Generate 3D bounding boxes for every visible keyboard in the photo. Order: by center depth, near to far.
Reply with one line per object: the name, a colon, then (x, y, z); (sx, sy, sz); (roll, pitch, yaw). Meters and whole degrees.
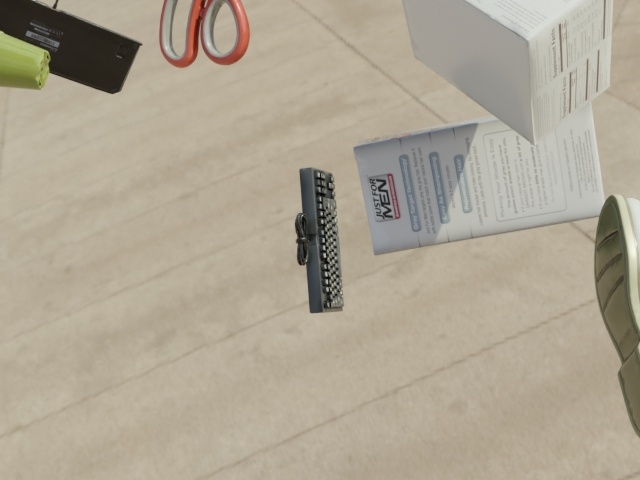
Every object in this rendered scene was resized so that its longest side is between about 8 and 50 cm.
keyboard: (0.000, 0.000, 1.070); (0.023, 0.180, 0.108); (-8, -6, 28)
keyboard: (-0.460, -0.382, 1.464); (0.201, 0.317, 0.033); (-56, 31, 30)

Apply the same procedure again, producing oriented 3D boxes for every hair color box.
hair color box: (0.256, -0.104, 1.404); (0.375, 0.185, 0.113); (-10, 11, 9)

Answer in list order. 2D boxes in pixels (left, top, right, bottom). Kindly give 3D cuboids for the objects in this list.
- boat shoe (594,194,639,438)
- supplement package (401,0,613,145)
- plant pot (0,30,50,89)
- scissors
boat shoe: (0.403, 0.086, 1.021); (0.103, 0.113, 0.302); (-2, 67, -3)
supplement package: (0.247, -0.297, 1.170); (0.145, 0.204, 0.262); (-37, 55, -9)
plant pot: (-0.387, -0.224, 1.085); (0.079, 0.083, 0.083); (12, 32, -6)
scissors: (-0.100, -0.316, 0.855); (0.109, 0.297, 0.021); (17, 14, 27)
